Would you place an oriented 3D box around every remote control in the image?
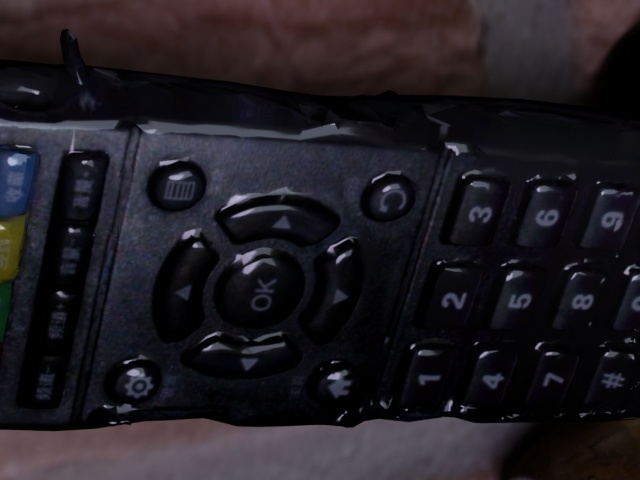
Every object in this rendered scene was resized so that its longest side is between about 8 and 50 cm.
[{"bbox_3d":[0.000,0.000,0.621,0.398,0.062,0.145,3,118,-24],"label":"remote control"}]

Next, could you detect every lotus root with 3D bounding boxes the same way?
[{"bbox_3d":[0.139,0.125,0.745,0.081,0.112,0.122,-26,117,-16],"label":"lotus root"}]

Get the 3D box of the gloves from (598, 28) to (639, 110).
[{"bbox_3d":[0.212,-0.030,0.753,0.181,0.106,0.129,46,76,-28],"label":"gloves"}]
